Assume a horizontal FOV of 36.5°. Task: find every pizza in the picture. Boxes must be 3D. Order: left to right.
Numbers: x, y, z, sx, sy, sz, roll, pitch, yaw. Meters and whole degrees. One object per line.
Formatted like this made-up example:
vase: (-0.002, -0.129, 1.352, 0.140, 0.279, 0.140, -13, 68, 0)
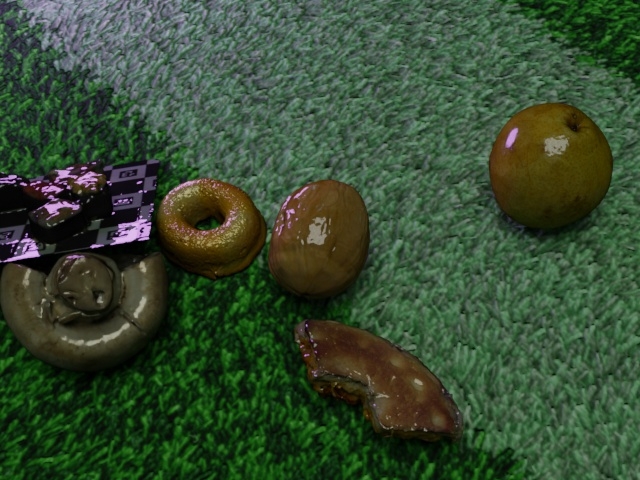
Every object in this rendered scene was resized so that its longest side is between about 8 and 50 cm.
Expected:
pizza: (0.078, 0.217, 1.462, 0.305, 0.085, 0.161, 34, 44, 19)

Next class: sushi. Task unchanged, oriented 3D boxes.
sushi: (-0.452, -0.074, 1.575, 0.359, 0.064, 0.343, -9, 26, -2)

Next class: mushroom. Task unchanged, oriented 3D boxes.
mushroom: (-0.352, 0.108, 1.481, 0.254, 0.195, 0.188, -9, 90, -16)

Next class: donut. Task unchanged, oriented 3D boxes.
donut: (-0.188, -0.031, 1.630, 0.190, 0.074, 0.174, 34, 66, 21)

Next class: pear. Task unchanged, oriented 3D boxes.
pear: (0.376, -0.128, 1.589, 0.209, 0.209, 0.208, -1, 59, 2)

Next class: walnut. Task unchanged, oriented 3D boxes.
walnut: (0.000, 0.000, 1.549, 0.165, 0.165, 0.197, 5, 61, 6)
